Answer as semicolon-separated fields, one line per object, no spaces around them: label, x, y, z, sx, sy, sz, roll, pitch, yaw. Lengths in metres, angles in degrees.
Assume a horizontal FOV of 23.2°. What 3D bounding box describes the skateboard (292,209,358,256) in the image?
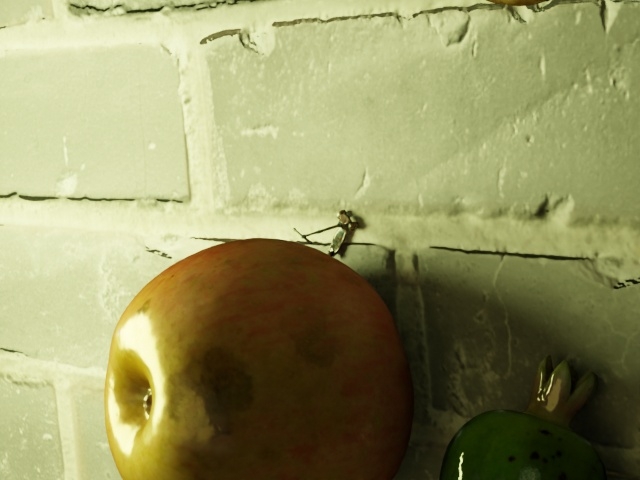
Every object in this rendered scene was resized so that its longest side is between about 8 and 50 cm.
skateboard;0.000;0.000;1.848;0.032;0.083;0.064;44;127;27

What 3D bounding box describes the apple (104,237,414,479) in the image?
apple;-0.080;0.181;1.791;0.364;0.364;0.364;12;108;42

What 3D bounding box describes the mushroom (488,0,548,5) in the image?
mushroom;0.202;-0.370;1.530;0.278;0.146;0.278;12;113;31

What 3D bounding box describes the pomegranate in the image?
pomegranate;0.224;0.233;1.644;0.187;0.187;0.225;16;82;41
